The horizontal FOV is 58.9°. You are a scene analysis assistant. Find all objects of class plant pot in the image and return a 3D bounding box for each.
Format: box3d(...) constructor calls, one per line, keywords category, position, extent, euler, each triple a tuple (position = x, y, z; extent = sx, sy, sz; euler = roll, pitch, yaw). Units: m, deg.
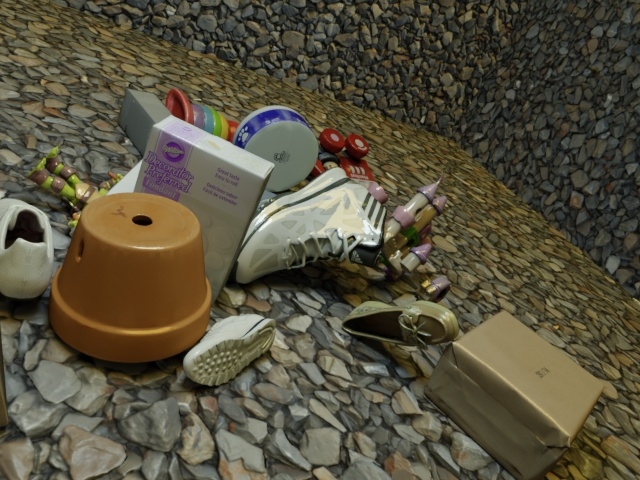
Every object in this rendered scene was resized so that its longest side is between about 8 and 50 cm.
box3d(category="plant pot", position=(-0.330, 0.047, 1.025), extent=(0.290, 0.204, 0.291), euler=(13, 29, -7))

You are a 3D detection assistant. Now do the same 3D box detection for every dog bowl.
box3d(category="dog bowl", position=(-0.144, -0.291, 1.821), extent=(0.264, 0.265, 0.104), euler=(9, 32, -33))

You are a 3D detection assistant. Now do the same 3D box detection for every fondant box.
box3d(category="fondant box", position=(-0.269, -0.057, 1.185), extent=(0.238, 0.330, 0.096), euler=(25, 25, -2))

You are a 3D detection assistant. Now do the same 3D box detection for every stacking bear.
box3d(category="stacking bear", position=(-0.372, -0.365, 1.884), extent=(0.289, 0.175, 0.164), euler=(7, 29, -50))

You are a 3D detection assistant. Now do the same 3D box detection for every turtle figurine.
box3d(category="turtle figurine", position=(-0.540, -0.112, 1.299), extent=(0.217, 0.087, 0.270), euler=(42, 38, -21))

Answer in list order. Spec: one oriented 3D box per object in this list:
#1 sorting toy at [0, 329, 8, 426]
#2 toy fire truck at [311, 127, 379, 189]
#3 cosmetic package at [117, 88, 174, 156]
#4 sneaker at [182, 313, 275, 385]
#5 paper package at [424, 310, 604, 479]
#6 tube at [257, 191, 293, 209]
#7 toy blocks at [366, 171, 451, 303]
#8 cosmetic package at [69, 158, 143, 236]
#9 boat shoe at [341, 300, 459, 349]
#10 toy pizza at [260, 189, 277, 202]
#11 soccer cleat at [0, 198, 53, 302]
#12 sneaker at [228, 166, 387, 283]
box3d(category="sorting toy", position=(-0.509, 0.091, 0.789), extent=(0.089, 0.255, 0.257), euler=(-8, 40, -27))
box3d(category="toy fire truck", position=(0.080, -0.265, 2.132), extent=(0.302, 0.169, 0.254), euler=(3, 53, -39))
box3d(category="cosmetic package", position=(-0.524, -0.354, 1.743), extent=(0.107, 0.127, 0.238), euler=(3, 33, -42))
box3d(category="sneaker", position=(-0.186, 0.201, 1.087), extent=(0.094, 0.090, 0.235), euler=(19, 19, 28))
box3d(category="paper package", position=(0.446, 0.341, 1.307), extent=(0.309, 0.168, 0.324), euler=(40, 29, 26))
box3d(category="tube", position=(-0.091, -0.098, 1.558), extent=(0.240, 0.062, 0.070), euler=(-23, 95, -64))
box3d(category="toy blocks", position=(0.280, -0.021, 1.605), extent=(0.309, 0.260, 0.288), euler=(43, -10, 31))
box3d(category="cosmetic package", position=(-0.439, -0.087, 1.240), extent=(0.060, 0.099, 0.239), euler=(45, 36, -17))
box3d(category="boat shoe", position=(0.179, 0.198, 1.299), extent=(0.285, 0.105, 0.089), euler=(-6, 11, 44))
box3d(category="toy pizza", position=(-0.200, -0.114, 1.689), extent=(0.201, 0.032, 0.201), euler=(14, 22, -6))
box3d(category="soccer cleat", position=(-0.549, -0.021, 1.055), extent=(0.116, 0.143, 0.331), euler=(7, 27, -36))
box3d(category="sneaker", position=(0.000, -0.001, 1.373), extent=(0.257, 0.169, 0.447), euler=(36, 55, 23))
